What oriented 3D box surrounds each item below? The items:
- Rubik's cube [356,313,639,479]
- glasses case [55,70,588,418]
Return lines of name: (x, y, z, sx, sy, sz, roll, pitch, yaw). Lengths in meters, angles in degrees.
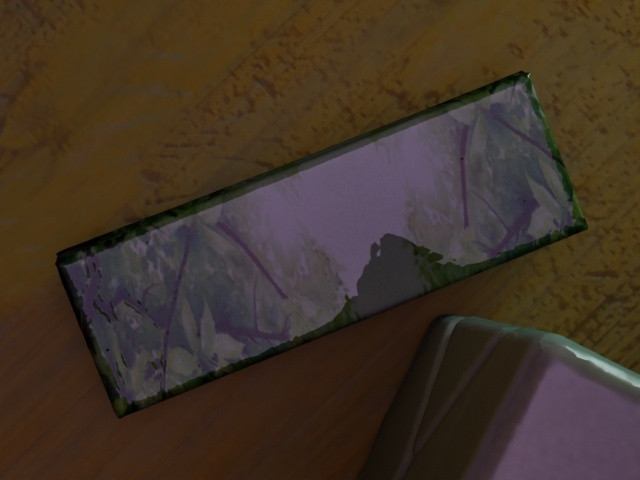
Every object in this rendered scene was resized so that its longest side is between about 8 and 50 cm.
Rubik's cube: (0.144, 0.240, 0.826, 0.316, 0.322, 0.318, 27, 87, -4)
glasses case: (0.000, 0.000, 0.951, 0.272, 0.062, 0.095, -21, 96, -3)
